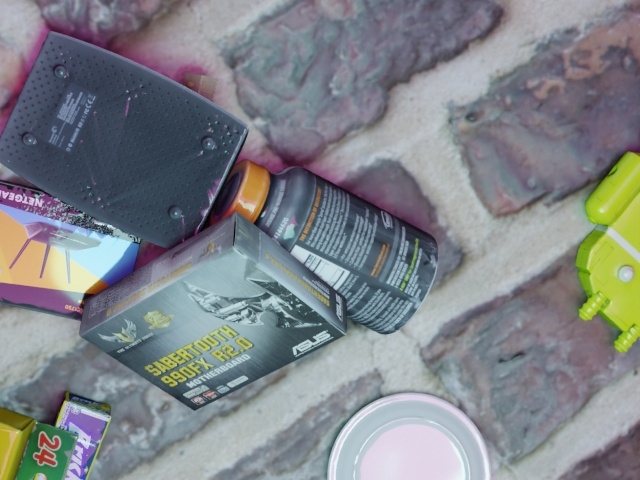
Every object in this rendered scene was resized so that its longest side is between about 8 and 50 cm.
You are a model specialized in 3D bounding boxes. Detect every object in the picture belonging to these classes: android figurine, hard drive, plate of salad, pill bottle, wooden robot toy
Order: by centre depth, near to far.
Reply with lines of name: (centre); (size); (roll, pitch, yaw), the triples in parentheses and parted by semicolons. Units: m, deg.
hard drive: (-0.215, -0.106, 1.458); (0.255, 0.054, 0.172); (26, 93, 12)
pill bottle: (0.000, 0.000, 1.495); (0.246, 0.130, 0.130); (28, 91, -19)
wooden robot toy: (-0.134, -0.101, 1.519); (0.079, 0.076, 0.173); (5, 84, -53)
plate of salad: (0.106, 0.282, 1.602); (0.200, 0.048, 0.199); (0, 86, -7)
android figurine: (0.424, 0.011, 1.624); (0.248, 0.056, 0.273); (43, 86, -12)

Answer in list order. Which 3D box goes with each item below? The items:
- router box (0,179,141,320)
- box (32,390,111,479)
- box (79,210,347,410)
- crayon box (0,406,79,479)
router box: (-0.299, 0.015, 1.503); (0.179, 0.046, 0.133); (13, 94, -11)
box: (-0.295, 0.263, 1.526); (0.059, 0.054, 0.169); (21, 93, -11)
box: (-0.115, 0.083, 1.447); (0.231, 0.056, 0.183); (-28, 131, 28)
crayon box: (-0.448, 0.258, 1.457); (0.319, 0.081, 0.202); (18, 93, -1)
